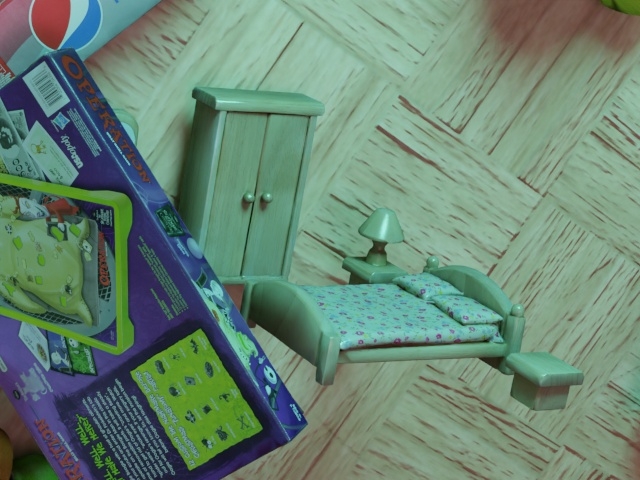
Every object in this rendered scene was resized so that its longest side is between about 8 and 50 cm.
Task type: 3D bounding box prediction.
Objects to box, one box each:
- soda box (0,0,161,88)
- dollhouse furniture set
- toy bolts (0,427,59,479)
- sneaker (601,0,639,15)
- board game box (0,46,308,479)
[{"bbox_3d":[-0.188,-0.218,1.279,0.263,0.092,0.083,-38,120,-5],"label":"soda box"},{"bbox_3d":[0.000,0.000,1.271,0.303,0.355,0.174,-1,108,-34],"label":"dollhouse furniture set"},{"bbox_3d":[-0.238,0.177,1.337,0.158,0.218,0.228,37,85,-41],"label":"toy bolts"},{"bbox_3d":[0.254,-0.292,1.413,0.240,0.091,0.126,18,85,-58],"label":"sneaker"},{"bbox_3d":[-0.184,0.048,1.228,0.208,0.056,0.347,-31,91,22],"label":"board game box"}]
